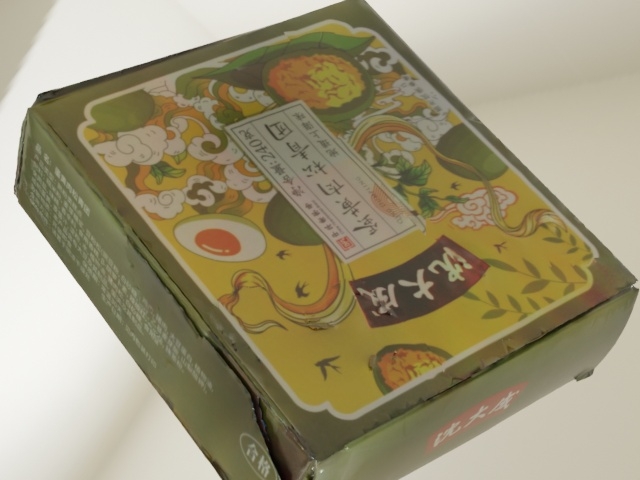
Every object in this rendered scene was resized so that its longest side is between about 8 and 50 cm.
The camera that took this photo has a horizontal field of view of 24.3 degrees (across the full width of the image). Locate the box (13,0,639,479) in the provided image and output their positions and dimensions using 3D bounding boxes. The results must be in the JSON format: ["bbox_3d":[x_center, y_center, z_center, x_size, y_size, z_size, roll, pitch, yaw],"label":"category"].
[{"bbox_3d":[0.000,0.000,1.283,0.373,0.138,0.420,-23,-120,-34],"label":"box"}]
